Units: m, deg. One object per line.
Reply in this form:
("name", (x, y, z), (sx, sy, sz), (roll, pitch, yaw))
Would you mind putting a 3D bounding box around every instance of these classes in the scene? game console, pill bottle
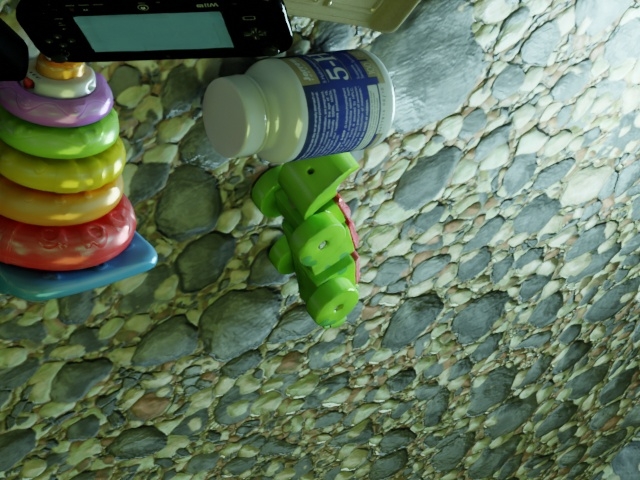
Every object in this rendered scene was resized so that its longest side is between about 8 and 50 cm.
("game console", (-0.204, -0.164, 1.049), (0.361, 0.044, 0.213), (-2, 172, 6))
("pill bottle", (-0.024, -0.140, 1.489), (0.187, 0.112, 0.112), (-12, 140, -36))

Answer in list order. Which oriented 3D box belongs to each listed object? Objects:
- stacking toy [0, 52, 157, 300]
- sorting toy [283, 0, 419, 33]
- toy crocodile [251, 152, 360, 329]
("stacking toy", (-0.243, -0.107, 1.302), (0.166, 0.175, 0.301), (-16, 131, -36))
("sorting toy", (0.067, -0.336, 1.375), (0.229, 0.041, 0.307), (5, 136, -43))
("toy crocodile", (0.000, 0.000, 1.692), (0.105, 0.115, 0.340), (-31, 148, -13))
